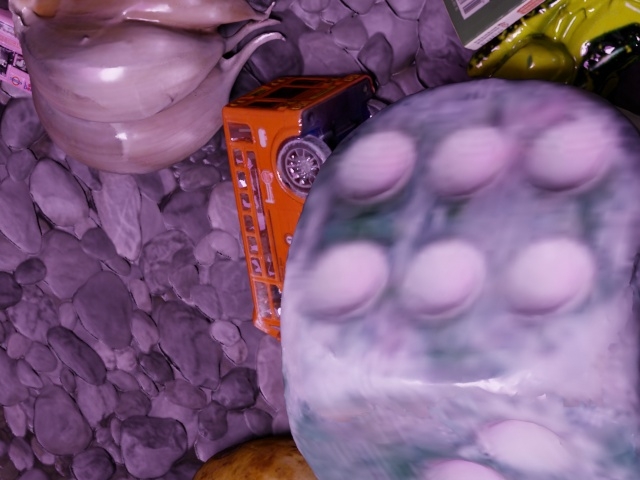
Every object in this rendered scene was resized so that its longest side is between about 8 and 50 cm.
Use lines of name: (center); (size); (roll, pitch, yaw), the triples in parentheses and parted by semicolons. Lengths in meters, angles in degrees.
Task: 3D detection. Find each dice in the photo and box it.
dice: (0.172, 0.079, 1.534); (0.328, 0.330, 0.348); (0, 141, 26)

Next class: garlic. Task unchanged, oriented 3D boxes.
garlic: (-0.195, -0.199, 1.757); (0.292, 0.237, 0.210); (18, 158, 11)

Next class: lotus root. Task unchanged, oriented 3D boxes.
lotus root: (-0.055, 0.305, 1.928); (0.314, 0.141, 0.169); (-10, 105, 39)

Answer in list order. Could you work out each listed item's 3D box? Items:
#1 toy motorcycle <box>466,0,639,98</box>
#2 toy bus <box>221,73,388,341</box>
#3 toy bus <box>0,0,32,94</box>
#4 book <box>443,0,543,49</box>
toy motorcycle: (0.298, -0.202, 1.525); (0.342, 0.142, 0.206); (-34, 56, 34)
toy bus: (0.000, 0.000, 1.767); (0.153, 0.143, 0.329); (6, 116, 35)
toy bus: (-0.326, -0.208, 1.877); (0.203, 0.063, 0.090); (25, 118, 12)
book: (0.195, -0.324, 1.529); (0.264, 0.027, 0.202); (-35, 63, 34)
